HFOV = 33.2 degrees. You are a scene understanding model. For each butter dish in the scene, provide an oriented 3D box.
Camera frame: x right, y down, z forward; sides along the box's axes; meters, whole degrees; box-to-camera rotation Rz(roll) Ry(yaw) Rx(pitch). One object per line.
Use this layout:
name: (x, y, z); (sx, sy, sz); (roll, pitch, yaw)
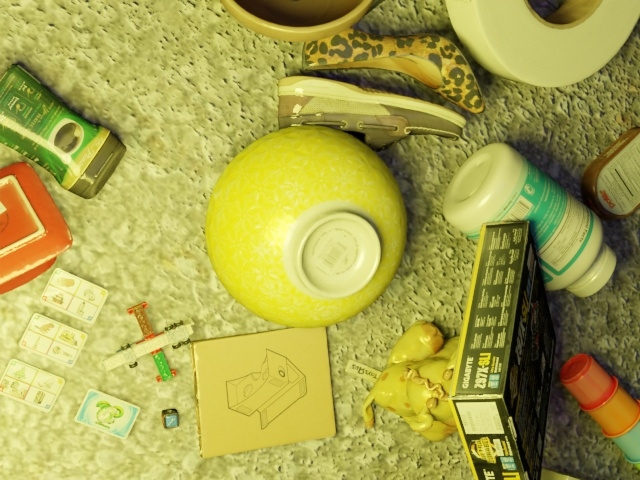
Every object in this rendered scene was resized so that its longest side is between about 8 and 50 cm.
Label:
butter dish: (-0.397, 0.007, 1.340); (0.160, 0.118, 0.160); (-29, 61, -15)

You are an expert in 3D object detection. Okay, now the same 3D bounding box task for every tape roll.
tape roll: (0.349, -0.425, 1.614); (0.392, 0.072, 0.392); (-12, 112, -31)

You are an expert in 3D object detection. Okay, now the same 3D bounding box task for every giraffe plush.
giraffe plush: (0.164, 0.209, 1.541); (0.210, 0.170, 0.181); (6, 88, -23)

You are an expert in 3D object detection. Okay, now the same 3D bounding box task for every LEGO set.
LEGO set: (-0.281, 0.160, 1.434); (0.244, 0.060, 0.182); (25, 92, -20)

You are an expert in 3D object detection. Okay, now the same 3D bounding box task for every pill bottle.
pill bottle: (0.323, -0.021, 1.623); (0.264, 0.146, 0.146); (35, 77, -19)

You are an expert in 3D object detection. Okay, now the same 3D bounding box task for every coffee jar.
coffee jar: (-0.345, -0.136, 1.377); (0.184, 0.079, 0.096); (37, 74, -18)

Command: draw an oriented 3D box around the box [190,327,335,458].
box: (-0.080, 0.210, 1.519); (0.201, 0.021, 0.164); (-6, 92, -22)

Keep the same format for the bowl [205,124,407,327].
bowl: (0.000, 0.000, 1.442); (0.289, 0.156, 0.289); (-5, 108, -17)

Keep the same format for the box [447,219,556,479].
box: (0.262, 0.173, 1.495); (0.322, 0.079, 0.257); (-72, 148, -43)

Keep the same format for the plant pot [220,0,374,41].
plant pot: (-0.034, -0.364, 1.473); (0.237, 0.110, 0.237); (1, 72, -3)

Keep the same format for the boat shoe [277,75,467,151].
boat shoe: (0.071, -0.170, 1.546); (0.285, 0.103, 0.092); (9, 91, -19)

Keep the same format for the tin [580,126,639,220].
tin: (0.507, -0.112, 1.762); (0.189, 0.040, 0.106); (-41, 100, -18)

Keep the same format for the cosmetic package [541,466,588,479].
cosmetic package: (0.340, 0.498, 1.626); (0.129, 0.153, 0.296); (20, 81, -22)

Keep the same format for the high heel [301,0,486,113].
high heel: (0.103, -0.235, 1.553); (0.261, 0.093, 0.186); (44, 67, 0)

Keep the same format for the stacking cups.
stacking cups: (0.511, 0.306, 1.727); (0.316, 0.096, 0.096); (46, 73, -16)
